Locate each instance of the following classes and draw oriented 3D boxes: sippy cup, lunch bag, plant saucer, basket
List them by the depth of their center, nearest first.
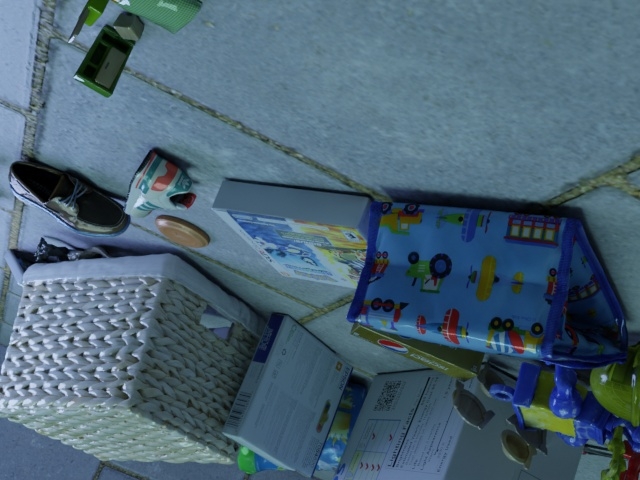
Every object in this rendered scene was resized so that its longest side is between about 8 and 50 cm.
[{"bbox_3d":[0.201,0.068,1.043,0.221,0.138,0.293,7,168,32],"label":"lunch bag"},{"bbox_3d":[-0.199,-0.010,1.370,0.083,0.013,0.083,19,160,7],"label":"plant saucer"},{"bbox_3d":[-0.306,0.209,1.606,0.331,0.266,0.328,-6,150,29],"label":"basket"},{"bbox_3d":[-0.028,0.350,1.862,0.224,0.240,0.305,7,-177,8],"label":"sippy cup"}]

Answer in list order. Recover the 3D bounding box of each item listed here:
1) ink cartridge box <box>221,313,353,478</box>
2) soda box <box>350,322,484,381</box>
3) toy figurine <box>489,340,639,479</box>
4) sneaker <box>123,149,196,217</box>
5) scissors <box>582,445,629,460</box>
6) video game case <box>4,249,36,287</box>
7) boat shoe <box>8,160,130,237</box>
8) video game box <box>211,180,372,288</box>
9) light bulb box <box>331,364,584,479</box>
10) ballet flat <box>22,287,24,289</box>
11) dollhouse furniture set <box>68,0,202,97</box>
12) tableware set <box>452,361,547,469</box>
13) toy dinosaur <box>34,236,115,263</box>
[{"bbox_3d":[-0.051,0.270,1.642,0.045,0.223,0.224,5,153,39],"label":"ink cartridge box"},{"bbox_3d":[0.138,0.134,1.334,0.181,0.058,0.061,22,160,-4],"label":"soda box"},{"bbox_3d":[0.314,0.239,1.259,0.217,0.191,0.362,17,159,27],"label":"toy figurine"},{"bbox_3d":[-0.196,-0.053,1.187,0.075,0.057,0.161,29,157,-4],"label":"sneaker"},{"bbox_3d":[0.451,0.369,1.694,0.297,0.021,0.109,10,155,27],"label":"scissors"},{"bbox_3d":[-0.514,0.091,1.844,0.183,0.023,0.201,33,179,-28],"label":"video game case"},{"bbox_3d":[-0.353,-0.057,1.325,0.183,0.066,0.066,20,159,5],"label":"boat shoe"},{"bbox_3d":[0.000,0.000,1.144,0.205,0.048,0.187,8,159,33],"label":"video game box"},{"bbox_3d":[0.195,0.413,1.560,0.225,0.358,0.361,31,159,-17],"label":"light bulb box"},{"bbox_3d":[-0.529,0.142,2.040,0.250,0.058,0.084,25,160,-9],"label":"ballet flat"},{"bbox_3d":[-0.172,-0.179,0.832,0.076,0.059,0.151,30,159,-23],"label":"dollhouse furniture set"},{"bbox_3d":[0.260,0.252,1.365,0.169,0.141,0.020,45,120,7],"label":"tableware set"},{"bbox_3d":[-0.435,0.034,1.668,0.118,0.064,0.268,22,159,-18],"label":"toy dinosaur"}]
